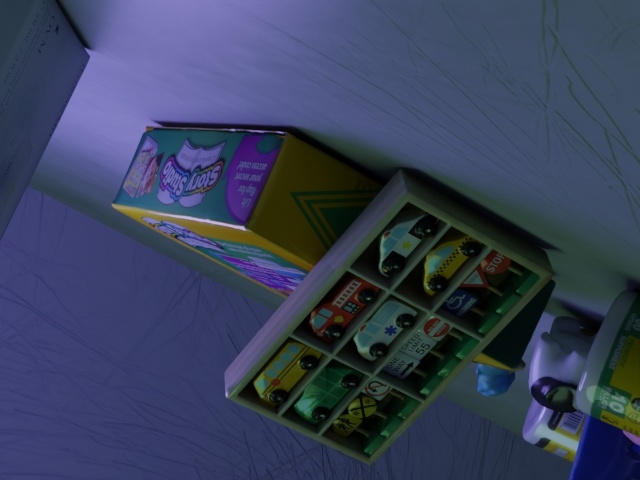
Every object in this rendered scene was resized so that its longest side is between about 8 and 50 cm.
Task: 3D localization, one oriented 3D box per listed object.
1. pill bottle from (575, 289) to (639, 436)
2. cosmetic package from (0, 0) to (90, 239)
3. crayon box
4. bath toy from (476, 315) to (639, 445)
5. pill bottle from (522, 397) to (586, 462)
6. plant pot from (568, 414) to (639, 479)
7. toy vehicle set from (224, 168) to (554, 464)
[{"bbox_3d":[0.334,0.132,1.413,0.208,0.117,0.117,23,173,17],"label":"pill bottle"},{"bbox_3d":[-0.313,-0.110,1.381,0.138,0.224,0.224,24,173,3],"label":"cosmetic package"},{"bbox_3d":[0.000,0.000,1.632,0.313,0.106,0.363,29,171,-25],"label":"crayon box"},{"bbox_3d":[0.327,0.170,1.699,0.348,0.129,0.151,22,-153,27],"label":"bath toy"},{"bbox_3d":[0.374,0.242,2.103,0.208,0.119,0.119,25,173,1],"label":"pill bottle"},{"bbox_3d":[0.399,0.279,1.881,0.212,0.236,0.236,15,170,17],"label":"plant pot"},{"bbox_3d":[0.057,0.074,1.455,0.166,0.267,0.035,27,-151,-25],"label":"toy vehicle set"}]
